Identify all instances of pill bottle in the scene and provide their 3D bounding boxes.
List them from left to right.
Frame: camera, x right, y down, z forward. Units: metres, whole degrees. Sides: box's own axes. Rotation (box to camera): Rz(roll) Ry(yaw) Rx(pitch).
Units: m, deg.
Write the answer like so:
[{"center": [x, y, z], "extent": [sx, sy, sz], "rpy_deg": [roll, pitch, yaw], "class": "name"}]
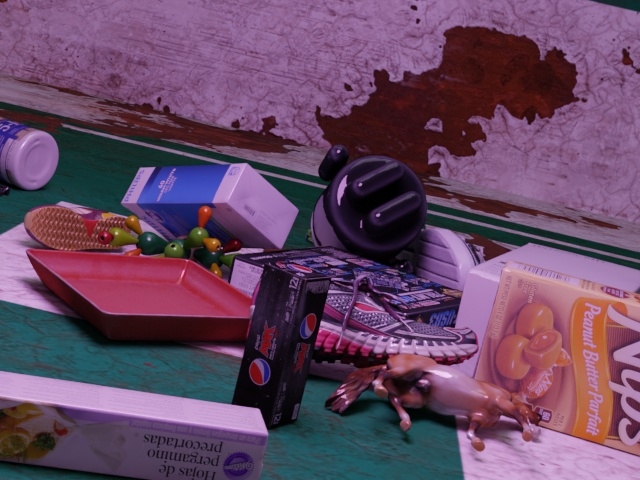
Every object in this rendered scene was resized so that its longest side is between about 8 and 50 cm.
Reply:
[{"center": [-0.584, -0.168, 2.183], "extent": [0.186, 0.112, 0.112], "rpy_deg": [19, 12, 28], "class": "pill bottle"}]

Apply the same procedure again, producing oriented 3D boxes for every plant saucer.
[{"center": [-0.224, 0.076, 1.557], "extent": [0.258, 0.048, 0.259], "rpy_deg": [4, 13, -37], "class": "plant saucer"}]

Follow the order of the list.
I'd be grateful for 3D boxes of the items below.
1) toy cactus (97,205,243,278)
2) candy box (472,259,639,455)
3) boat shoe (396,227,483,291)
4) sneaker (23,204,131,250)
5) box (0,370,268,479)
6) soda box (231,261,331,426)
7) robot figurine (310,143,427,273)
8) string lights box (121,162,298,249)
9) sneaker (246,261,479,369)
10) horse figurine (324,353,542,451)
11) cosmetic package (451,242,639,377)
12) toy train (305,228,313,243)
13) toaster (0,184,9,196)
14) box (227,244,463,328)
[{"center": [-0.216, 0.006, 1.811], "extent": [0.218, 0.112, 0.180], "rpy_deg": [1, -1, 4], "class": "toy cactus"}, {"center": [0.360, 0.155, 1.486], "extent": [0.316, 0.183, 0.087], "rpy_deg": [16, 12, 13], "class": "candy box"}, {"center": [0.228, 0.033, 2.056], "extent": [0.119, 0.121, 0.335], "rpy_deg": [6, 11, -13], "class": "boat shoe"}, {"center": [-0.385, -0.020, 1.822], "extent": [0.084, 0.070, 0.185], "rpy_deg": [12, 1, 44], "class": "sneaker"}, {"center": [-0.212, 0.168, 1.071], "extent": [0.324, 0.063, 0.067], "rpy_deg": [10, 13, -14], "class": "box"}, {"center": [-0.043, 0.110, 1.278], "extent": [0.060, 0.169, 0.053], "rpy_deg": [21, 12, 33], "class": "soda box"}, {"center": [0.077, -0.040, 2.014], "extent": [0.173, 0.209, 0.278], "rpy_deg": [12, -16, -9], "class": "robot figurine"}, {"center": [-0.177, -0.051, 1.863], "extent": [0.259, 0.077, 0.133], "rpy_deg": [2, -31, 44], "class": "string lights box"}, {"center": [0.060, 0.101, 1.495], "extent": [0.299, 0.112, 0.121], "rpy_deg": [11, -18, -15], "class": "sneaker"}, {"center": [0.142, 0.186, 1.389], "extent": [0.263, 0.066, 0.174], "rpy_deg": [14, 13, 3], "class": "horse figurine"}, {"center": [0.346, 0.115, 1.744], "extent": [0.217, 0.156, 0.385], "rpy_deg": [15, 12, 18], "class": "cosmetic package"}, {"center": [0.000, 0.000, 2.252], "extent": [0.017, 0.024, 0.083], "rpy_deg": [20, 4, -42], "class": "toy train"}, {"center": [-0.595, -0.099, 1.788], "extent": [0.146, 0.129, 0.227], "rpy_deg": [16, 13, 27], "class": "toaster"}, {"center": [0.059, 0.084, 1.780], "extent": [0.293, 0.073, 0.295], "rpy_deg": [20, 12, 28], "class": "box"}]
